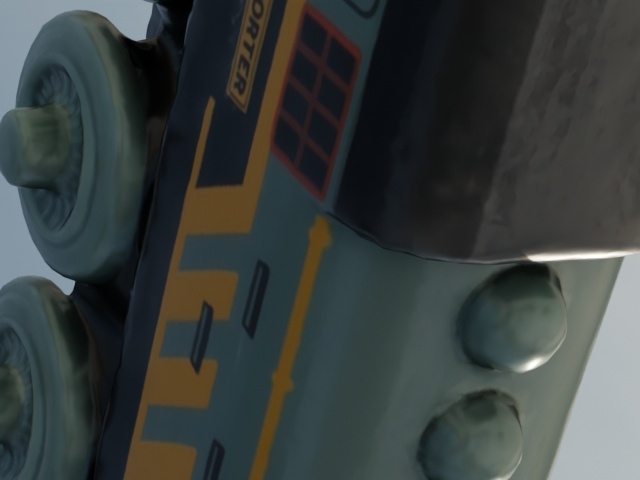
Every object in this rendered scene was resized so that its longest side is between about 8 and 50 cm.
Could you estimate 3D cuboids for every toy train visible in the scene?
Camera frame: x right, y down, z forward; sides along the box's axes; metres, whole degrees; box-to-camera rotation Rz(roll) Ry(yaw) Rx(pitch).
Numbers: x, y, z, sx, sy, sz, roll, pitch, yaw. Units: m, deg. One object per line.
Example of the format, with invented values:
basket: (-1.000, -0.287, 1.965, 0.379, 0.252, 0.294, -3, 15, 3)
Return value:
toy train: (0.000, 0.000, 0.540, 0.142, 0.334, 0.190, -1, -149, -30)
